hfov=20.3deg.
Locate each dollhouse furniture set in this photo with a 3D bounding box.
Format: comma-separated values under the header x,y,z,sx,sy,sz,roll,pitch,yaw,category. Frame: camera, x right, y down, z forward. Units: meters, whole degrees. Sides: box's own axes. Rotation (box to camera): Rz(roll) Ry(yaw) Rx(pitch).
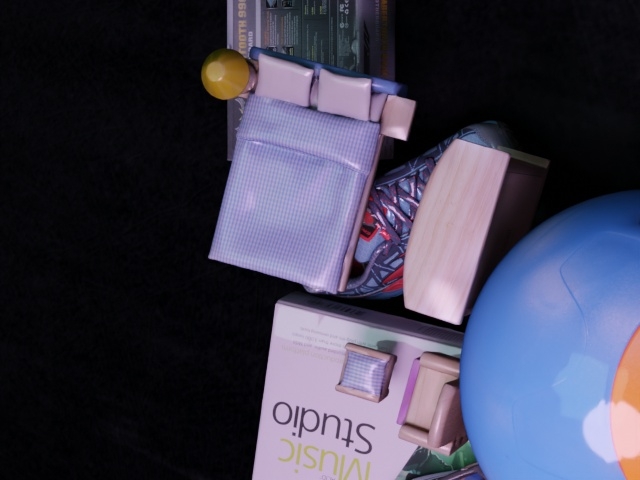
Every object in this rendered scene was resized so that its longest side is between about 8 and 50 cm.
x,y,z,sx,sy,sz,roll,pitch,yaw,category
0.000,0.000,1.480,0.303,0.198,0.286,17,95,16,dollhouse furniture set

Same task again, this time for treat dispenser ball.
x,y,z,sx,sy,sz,roll,pitch,yaw,category
0.248,0.105,1.339,0.288,0.288,0.288,6,98,44,treat dispenser ball

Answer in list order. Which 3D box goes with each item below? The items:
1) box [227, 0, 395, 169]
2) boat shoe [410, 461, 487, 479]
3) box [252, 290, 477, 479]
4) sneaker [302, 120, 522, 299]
x,y,z,sx,sy,sz,roll,pitch,yaw,category
-0.011,-0.186,1.727,0.183,0.056,0.231,5,97,45,box
0.154,0.218,1.539,0.228,0.076,0.080,-16,96,19,boat shoe
0.051,0.227,1.651,0.232,0.058,0.322,12,106,20,box
0.077,-0.015,1.609,0.262,0.125,0.104,-42,66,39,sneaker
